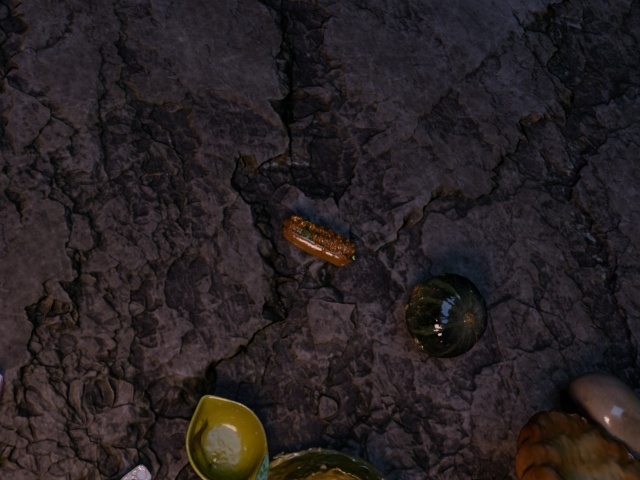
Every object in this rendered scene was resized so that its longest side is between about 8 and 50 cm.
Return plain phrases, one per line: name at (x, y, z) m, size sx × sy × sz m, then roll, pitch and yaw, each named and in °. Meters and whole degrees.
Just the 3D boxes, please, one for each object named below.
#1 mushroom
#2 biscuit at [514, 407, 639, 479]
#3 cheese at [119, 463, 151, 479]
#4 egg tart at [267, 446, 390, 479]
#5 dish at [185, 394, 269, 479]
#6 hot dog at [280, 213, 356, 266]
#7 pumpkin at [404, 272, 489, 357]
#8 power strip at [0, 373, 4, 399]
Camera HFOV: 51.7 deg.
mushroom at (0.622, 0.397, 1.436) m, size 0.206 × 0.209 × 0.206 m, roll 15°, pitch 22°, yaw -6°
biscuit at (0.497, 0.469, 1.228) m, size 0.326 × 0.107 × 0.325 m, roll 20°, pitch 35°, yaw -15°
cheese at (-0.406, 0.479, 1.141) m, size 0.251 × 0.054 × 0.127 m, roll -35°, pitch 83°, yaw -28°
egg tart at (0.011, 0.517, 1.180) m, size 0.341 × 0.132 × 0.341 m, roll 4°, pitch 56°, yaw -6°
dish at (-0.177, 0.391, 1.235) m, size 0.149 × 0.080 × 0.207 m, roll -19°, pitch 71°, yaw -26°
hot dog at (0.000, 0.000, 1.483) m, size 0.188 × 0.055 × 0.072 m, roll 24°, pitch 60°, yaw -4°
pumpkin at (0.274, 0.164, 1.439) m, size 0.190 × 0.146 × 0.190 m, roll 14°, pitch 70°, yaw -42°
power strip at (-0.631, 0.354, 1.137) m, size 0.109 × 0.037 × 0.279 m, roll 9°, pitch 64°, yaw -12°
